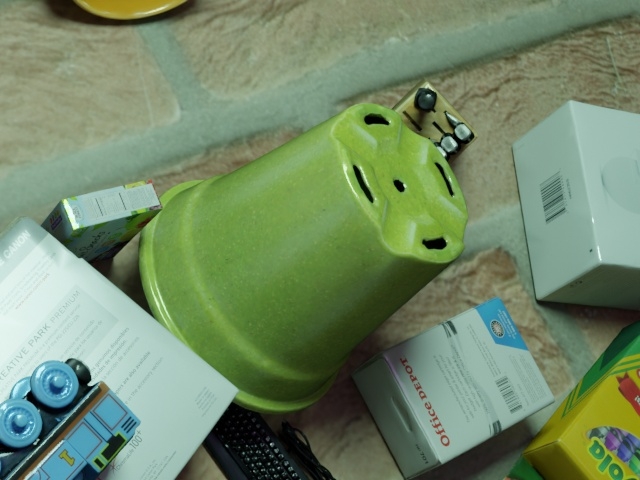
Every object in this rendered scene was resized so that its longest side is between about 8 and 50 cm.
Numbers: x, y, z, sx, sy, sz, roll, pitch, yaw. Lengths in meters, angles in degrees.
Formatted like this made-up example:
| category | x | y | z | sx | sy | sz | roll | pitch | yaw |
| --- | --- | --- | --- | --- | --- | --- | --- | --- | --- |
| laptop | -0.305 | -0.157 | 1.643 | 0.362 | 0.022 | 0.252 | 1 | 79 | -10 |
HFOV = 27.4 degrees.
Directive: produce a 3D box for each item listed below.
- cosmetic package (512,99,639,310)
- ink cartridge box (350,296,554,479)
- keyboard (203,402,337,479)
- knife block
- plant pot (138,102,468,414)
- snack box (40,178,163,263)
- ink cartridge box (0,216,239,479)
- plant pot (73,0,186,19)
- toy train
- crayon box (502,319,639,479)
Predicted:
| category | x | y | z | sx | sy | sz | roll | pitch | yaw |
| --- | --- | --- | --- | --- | --- | --- | --- | --- | --- |
| cosmetic package | 0.386 | -0.038 | 1.685 | 0.225 | 0.138 | 0.224 | 7 | 65 | -26 |
| ink cartridge box | 0.151 | 0.165 | 1.490 | 0.191 | 0.082 | 0.139 | -21 | 79 | -34 |
| keyboard | -0.044 | 0.232 | 1.375 | 0.100 | 0.038 | 0.192 | -37 | 89 | -37 |
| knife block | 0.131 | -0.134 | 1.517 | 0.088 | 0.242 | 0.275 | 47 | 53 | -4 |
| plant pot | 0.000 | 0.000 | 1.329 | 0.276 | 0.254 | 0.276 | 28 | 44 | -31 |
| snack box | -0.231 | -0.010 | 1.314 | 0.100 | 0.141 | 0.037 | -15 | 77 | -34 |
| ink cartridge box | -0.278 | 0.178 | 1.208 | 0.272 | 0.130 | 0.309 | 42 | 54 | -5 |
| plant pot | -0.223 | -0.386 | 1.475 | 0.205 | 0.205 | 0.188 | -9 | 57 | -33 |
| toy train | -0.241 | 0.181 | 1.100 | 0.105 | 0.080 | 0.184 | 47 | 53 | -7 |
| crayon box | 0.380 | 0.257 | 1.580 | 0.202 | 0.081 | 0.318 | 49 | 54 | -2 |
